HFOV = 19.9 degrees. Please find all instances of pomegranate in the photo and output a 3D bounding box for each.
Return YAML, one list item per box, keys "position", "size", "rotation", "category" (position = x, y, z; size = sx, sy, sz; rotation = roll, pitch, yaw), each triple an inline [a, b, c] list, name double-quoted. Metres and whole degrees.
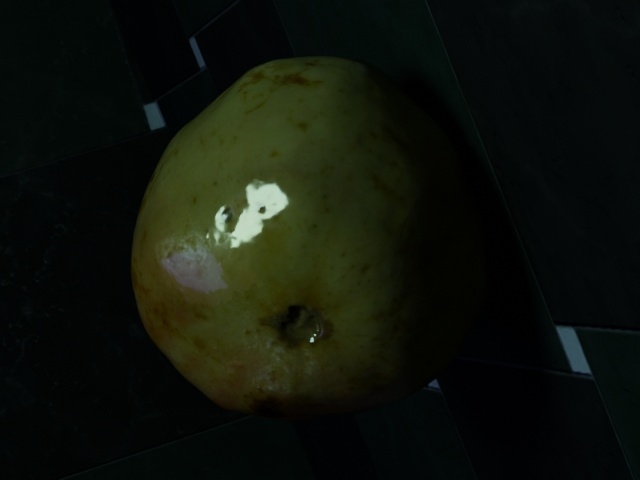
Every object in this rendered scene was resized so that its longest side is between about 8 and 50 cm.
- position: [0.000, 0.000, 1.647]
  size: [0.342, 0.342, 0.342]
  rotation: [61, 166, 26]
  category: "pomegranate"
